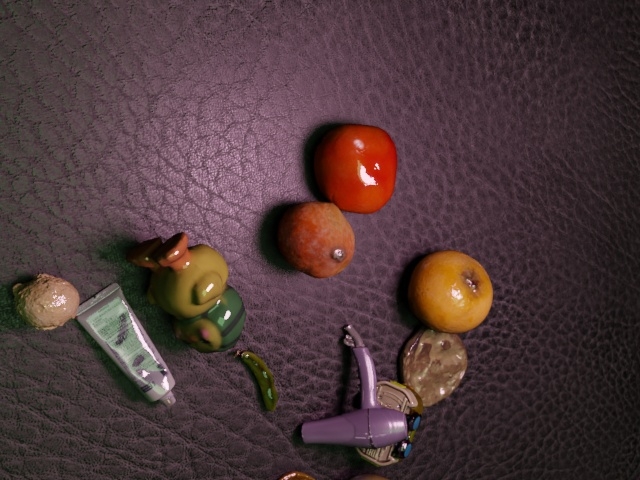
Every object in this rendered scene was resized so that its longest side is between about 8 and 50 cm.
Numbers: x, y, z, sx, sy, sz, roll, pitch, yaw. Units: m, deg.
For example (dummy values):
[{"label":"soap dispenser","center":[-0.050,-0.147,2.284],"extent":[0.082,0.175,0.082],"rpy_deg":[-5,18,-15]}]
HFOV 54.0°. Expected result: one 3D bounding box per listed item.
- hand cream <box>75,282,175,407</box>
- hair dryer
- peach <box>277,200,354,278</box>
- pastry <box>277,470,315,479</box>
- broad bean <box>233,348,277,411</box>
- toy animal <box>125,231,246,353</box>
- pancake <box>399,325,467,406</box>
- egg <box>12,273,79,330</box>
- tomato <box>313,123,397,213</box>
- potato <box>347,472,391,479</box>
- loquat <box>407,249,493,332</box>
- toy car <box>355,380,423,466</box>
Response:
[{"label":"hand cream","center":[-0.461,0.274,1.543],"extent":[0.124,0.078,0.341],"rpy_deg":[-36,107,-20]},{"label":"hair dryer","center":[0.089,0.427,1.843],"extent":[0.301,0.121,0.361],"rpy_deg":[-7,75,11]},{"label":"peach","center":[0.000,0.000,1.670],"extent":[0.232,0.232,0.232],"rpy_deg":[-6,101,-30]},{"label":"pastry","center":[-0.070,0.773,1.828],"extent":[0.188,0.103,0.189],"rpy_deg":[-5,100,-30]},{"label":"broad bean","center":[-0.169,0.380,1.741],"extent":[0.069,0.039,0.227],"rpy_deg":[-42,116,-25]},{"label":"toy animal","center":[-0.300,0.121,1.532],"extent":[0.191,0.216,0.338],"rpy_deg":[-54,127,-43]},{"label":"pancake","center":[0.365,0.404,2.060],"extent":[0.294,0.049,0.294],"rpy_deg":[-8,104,-33]},{"label":"egg","center":[-0.609,0.137,1.398],"extent":[0.140,0.118,0.116],"rpy_deg":[10,136,-41]},{"label":"tomato","center":[0.104,-0.197,1.726],"extent":[0.260,0.180,0.260],"rpy_deg":[0,91,-28]},{"label":"potato","center":[0.162,0.812,1.946],"extent":[0.251,0.159,0.174],"rpy_deg":[9,117,-40]},{"label":"loquat","center":[0.397,0.157,1.919],"extent":[0.263,0.263,0.263],"rpy_deg":[-6,101,-30]},{"label":"toy car","center":[0.226,0.562,1.946],"extent":[0.198,0.204,0.248],"rpy_deg":[21,87,-56]}]
